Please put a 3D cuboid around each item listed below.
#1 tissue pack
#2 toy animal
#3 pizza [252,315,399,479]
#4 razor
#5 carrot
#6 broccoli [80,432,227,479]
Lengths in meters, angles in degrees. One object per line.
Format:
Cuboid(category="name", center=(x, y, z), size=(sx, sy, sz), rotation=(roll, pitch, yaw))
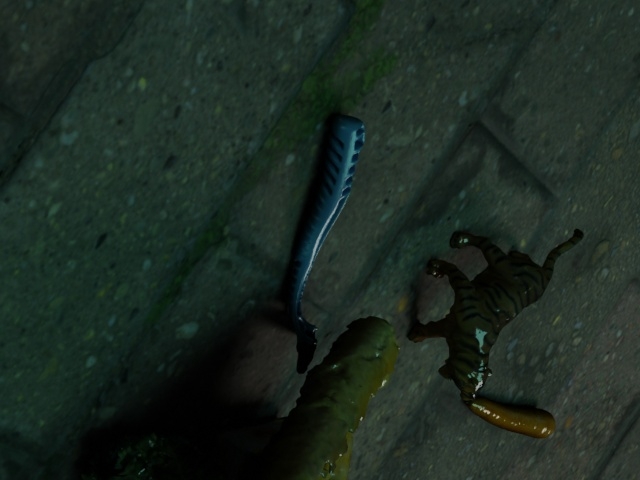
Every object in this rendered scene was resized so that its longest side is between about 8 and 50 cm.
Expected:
Cuboid(category="tissue pack", center=(-0.072, 0.257, 1.701), size=(0.108, 0.060, 0.148), rotation=(-6, 122, -49))
Cuboid(category="toy animal", center=(0.205, 0.046, 1.815), size=(0.255, 0.116, 0.114), rotation=(-37, 142, -26))
Cuboid(category="pizza", center=(-0.051, 0.317, 1.529), size=(0.392, 0.080, 0.435), rotation=(-43, 148, -64))
Cuboid(category="razor", center=(0.000, 0.000, 1.605), size=(0.082, 0.042, 0.253), rotation=(-81, -175, -66))
Cuboid(category="carrot", center=(0.230, 0.214, 2.041), size=(0.190, 0.037, 0.037), rotation=(18, 102, -52))
Cuboid(category="broccoli", center=(-0.143, 0.259, 1.538), size=(0.154, 0.160, 0.167), rotation=(3, 111, -21))
